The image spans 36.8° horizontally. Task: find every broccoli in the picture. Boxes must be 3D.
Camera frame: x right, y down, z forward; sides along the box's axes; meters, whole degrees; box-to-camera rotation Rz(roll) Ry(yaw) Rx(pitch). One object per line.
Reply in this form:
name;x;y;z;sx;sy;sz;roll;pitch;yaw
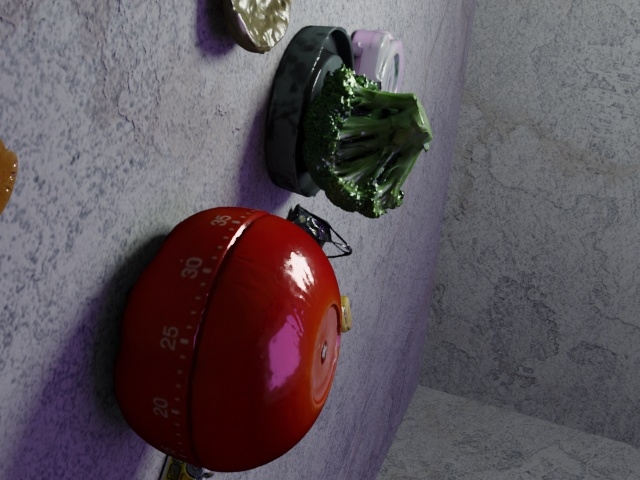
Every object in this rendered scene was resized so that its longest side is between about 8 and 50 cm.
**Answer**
broccoli;0.083;-0.171;1.701;0.261;0.241;0.269;33;41;-54

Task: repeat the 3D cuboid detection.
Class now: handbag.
handbag;0.000;0.000;1.942;0.072;0.139;0.115;-59;159;-26

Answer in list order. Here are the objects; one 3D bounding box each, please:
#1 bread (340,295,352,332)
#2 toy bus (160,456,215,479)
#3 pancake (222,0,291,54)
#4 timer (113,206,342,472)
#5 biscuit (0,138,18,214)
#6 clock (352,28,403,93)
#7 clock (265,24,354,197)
bread;0.047;0.187;2.424;0.115;0.056;0.082;-77;157;-74
toy bus;-0.232;0.421;1.612;0.081;0.074;0.226;53;52;-72
pancake;-0.101;-0.394;1.421;0.242;0.050;0.242;1;90;-73
timer;-0.120;0.142;1.390;0.378;0.279;0.378;11;90;-74
biscuit;-0.340;-0.056;0.908;0.140;0.023;0.118;72;35;-64
clock;0.123;-0.359;2.162;0.248;0.090;0.228;-36;138;-70
clock;-0.015;-0.244;1.811;0.325;0.067;0.325;14;90;-75
